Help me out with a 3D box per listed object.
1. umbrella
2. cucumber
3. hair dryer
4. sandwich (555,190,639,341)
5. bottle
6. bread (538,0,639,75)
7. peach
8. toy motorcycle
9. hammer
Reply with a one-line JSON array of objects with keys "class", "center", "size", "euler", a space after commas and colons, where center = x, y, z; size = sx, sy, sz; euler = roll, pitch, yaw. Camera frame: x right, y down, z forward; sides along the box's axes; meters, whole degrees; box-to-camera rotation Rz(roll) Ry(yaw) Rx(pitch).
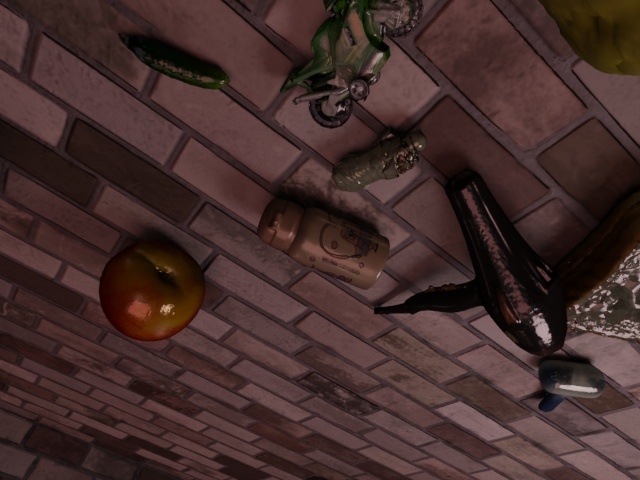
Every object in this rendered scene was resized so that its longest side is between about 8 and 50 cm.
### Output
[{"class": "umbrella", "center": [0.084, -0.113, 0.584], "size": [0.144, 0.062, 0.067], "euler": [-25, 92, 31]}, {"class": "cucumber", "center": [-0.197, -0.234, 0.546], "size": [0.155, 0.037, 0.037], "euler": [21, 133, -7]}, {"class": "hair dryer", "center": [0.198, 0.071, 0.699], "size": [0.360, 0.120, 0.303], "euler": [-24, 106, 47]}, {"class": "sandwich", "center": [0.540, 0.065, 0.613], "size": [0.302, 0.099, 0.271], "euler": [16, 137, 0]}, {"class": "bottle", "center": [0.000, 0.000, 0.682], "size": [0.209, 0.097, 0.110], "euler": [23, 176, -7]}, {"class": "bread", "center": [0.229, -0.294, 0.196], "size": [0.308, 0.348, 0.348], "euler": [38, 129, -15]}, {"class": "peach", "center": [-0.320, 0.098, 0.781], "size": [0.190, 0.190, 0.192], "euler": [31, 132, -16]}, {"class": "toy motorcycle", "center": [0.029, -0.223, 0.485], "size": [0.106, 0.074, 0.190], "euler": [36, 131, -8]}, {"class": "hammer", "center": [0.513, 0.325, 0.885], "size": [0.116, 0.069, 0.193], "euler": [5, 138, 7]}]
